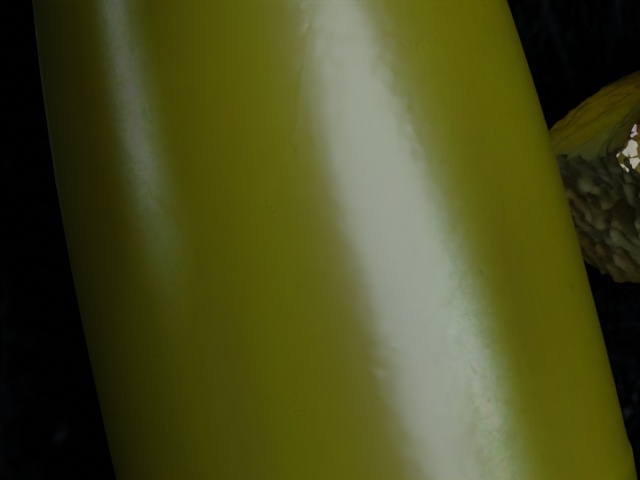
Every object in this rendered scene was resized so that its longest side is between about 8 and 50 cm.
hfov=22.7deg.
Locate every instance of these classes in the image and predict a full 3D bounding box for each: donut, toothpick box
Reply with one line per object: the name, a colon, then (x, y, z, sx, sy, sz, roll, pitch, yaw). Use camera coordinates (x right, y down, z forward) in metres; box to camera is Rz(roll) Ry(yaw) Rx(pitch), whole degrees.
donut: (0.207, -0.002, 0.724, 0.152, 0.101, 0.259, -51, 119, -21)
toothpick box: (0.000, 0.000, 0.536, 0.175, 0.175, 0.271, -20, 102, -32)
